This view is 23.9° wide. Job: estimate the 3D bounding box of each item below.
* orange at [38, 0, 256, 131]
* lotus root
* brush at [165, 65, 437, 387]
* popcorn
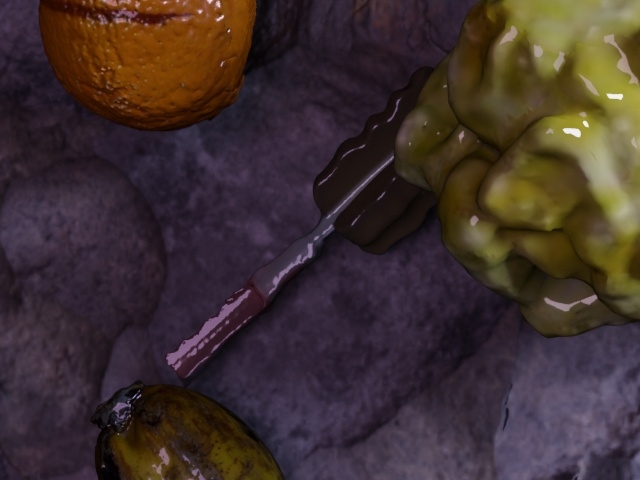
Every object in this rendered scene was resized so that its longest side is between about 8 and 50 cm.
[{"bbox_3d":[-0.127,-0.173,1.102,0.161,0.193,0.193,-2,84,0],"label":"orange"},{"bbox_3d":[-0.086,0.186,1.100,0.120,0.120,0.209,-44,75,9],"label":"lotus root"},{"bbox_3d":[0.000,0.000,1.115,0.301,0.071,0.084,-45,63,9],"label":"brush"},{"bbox_3d":[0.209,-0.075,0.949,0.312,0.312,0.312,-2,84,18],"label":"popcorn"}]
